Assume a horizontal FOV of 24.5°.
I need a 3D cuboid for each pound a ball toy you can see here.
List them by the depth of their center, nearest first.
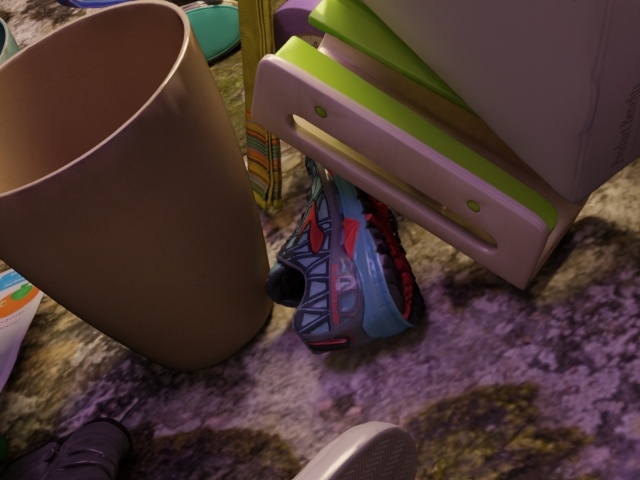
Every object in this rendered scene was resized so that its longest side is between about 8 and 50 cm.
[{"bbox_3d":[0.130,-0.099,1.233,0.319,0.136,0.208,32,61,12],"label":"pound a ball toy"}]

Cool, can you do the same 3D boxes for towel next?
[{"bbox_3d":[-0.064,-0.153,1.426,0.021,0.237,0.102,-6,12,-17],"label":"towel"}]

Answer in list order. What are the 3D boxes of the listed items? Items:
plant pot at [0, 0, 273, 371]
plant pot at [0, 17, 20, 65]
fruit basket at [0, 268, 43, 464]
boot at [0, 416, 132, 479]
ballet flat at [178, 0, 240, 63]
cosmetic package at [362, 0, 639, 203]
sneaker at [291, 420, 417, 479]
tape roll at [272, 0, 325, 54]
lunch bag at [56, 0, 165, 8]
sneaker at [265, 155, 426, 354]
[{"bbox_3d":[-0.159,-0.021,1.278,0.256,0.274,0.256,-22,34,15],"label":"plant pot"},{"bbox_3d":[-0.422,-0.089,1.634,0.290,0.195,0.290,-20,36,15],"label":"plant pot"},{"bbox_3d":[-0.414,0.139,1.363,0.327,0.165,0.353,-24,28,14],"label":"fruit basket"},{"bbox_3d":[-0.265,0.245,1.214,0.246,0.083,0.161,-25,22,8],"label":"boot"},{"bbox_3d":[-0.188,-0.224,1.758,0.221,0.077,0.079,-32,14,-2],"label":"ballet flat"},{"bbox_3d":[0.231,-0.310,1.061,0.394,0.329,0.327,-37,69,-11],"label":"cosmetic package"},{"bbox_3d":[-0.070,0.226,1.046,0.169,0.108,0.292,16,55,43],"label":"sneaker"},{"bbox_3d":[0.045,-0.169,1.399,0.080,0.189,0.189,-46,37,-22],"label":"tape roll"},{"bbox_3d":[-0.191,-0.365,1.868,0.293,0.138,0.221,-12,17,41],"label":"lunch bag"},{"bbox_3d":[0.000,0.000,1.293,0.125,0.104,0.262,-28,33,8],"label":"sneaker"}]
